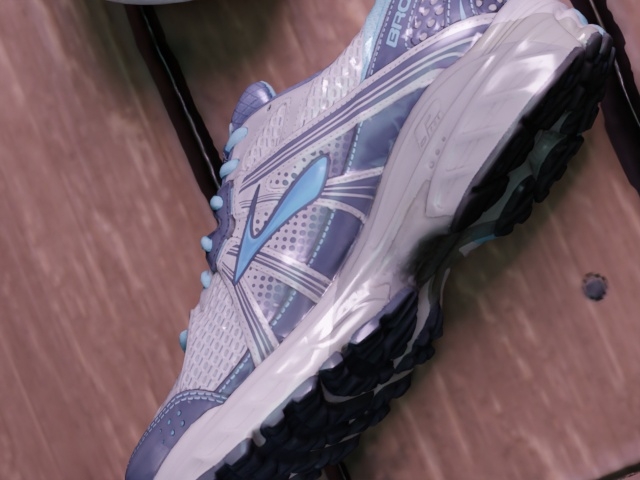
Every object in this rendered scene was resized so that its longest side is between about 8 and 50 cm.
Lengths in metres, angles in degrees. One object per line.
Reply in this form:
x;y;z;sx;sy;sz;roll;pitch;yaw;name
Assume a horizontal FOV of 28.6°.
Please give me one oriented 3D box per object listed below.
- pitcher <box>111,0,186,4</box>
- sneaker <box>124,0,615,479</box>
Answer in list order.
-0.051;-0.216;0.541;0.178;0.125;0.207;-7;79;-4;pitcher
0.000;0.000;0.552;0.122;0.110;0.283;41;96;25;sneaker
